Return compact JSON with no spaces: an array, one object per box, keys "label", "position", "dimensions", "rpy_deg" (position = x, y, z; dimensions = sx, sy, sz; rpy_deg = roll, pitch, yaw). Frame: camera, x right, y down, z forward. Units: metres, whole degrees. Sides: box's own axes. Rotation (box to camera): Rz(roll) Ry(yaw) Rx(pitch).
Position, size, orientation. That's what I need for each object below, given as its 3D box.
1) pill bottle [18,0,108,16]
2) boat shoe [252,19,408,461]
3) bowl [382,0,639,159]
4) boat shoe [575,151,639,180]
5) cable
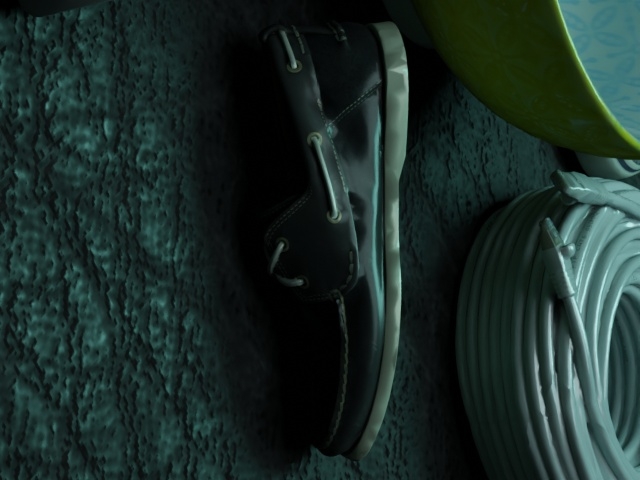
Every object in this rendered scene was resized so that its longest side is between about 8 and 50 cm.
[{"label":"pill bottle","position":[-0.097,-0.223,0.788],"dimensions":[0.131,0.131,0.229],"rpy_deg":[-29,108,-54]},{"label":"boat shoe","position":[0.000,0.000,0.959],"dimensions":[0.079,0.084,0.233],"rpy_deg":[0,91,-18]},{"label":"bowl","position":[0.122,-0.182,1.080],"dimensions":[0.289,0.156,0.290],"rpy_deg":[16,71,-54]},{"label":"boat shoe","position":[0.305,-0.157,1.340],"dimensions":[0.340,0.158,0.127],"rpy_deg":[-49,123,-48]},{"label":"cable","position":[0.181,0.088,1.179],"dimensions":[0.257,0.089,0.257],"rpy_deg":[3,82,-56]}]
